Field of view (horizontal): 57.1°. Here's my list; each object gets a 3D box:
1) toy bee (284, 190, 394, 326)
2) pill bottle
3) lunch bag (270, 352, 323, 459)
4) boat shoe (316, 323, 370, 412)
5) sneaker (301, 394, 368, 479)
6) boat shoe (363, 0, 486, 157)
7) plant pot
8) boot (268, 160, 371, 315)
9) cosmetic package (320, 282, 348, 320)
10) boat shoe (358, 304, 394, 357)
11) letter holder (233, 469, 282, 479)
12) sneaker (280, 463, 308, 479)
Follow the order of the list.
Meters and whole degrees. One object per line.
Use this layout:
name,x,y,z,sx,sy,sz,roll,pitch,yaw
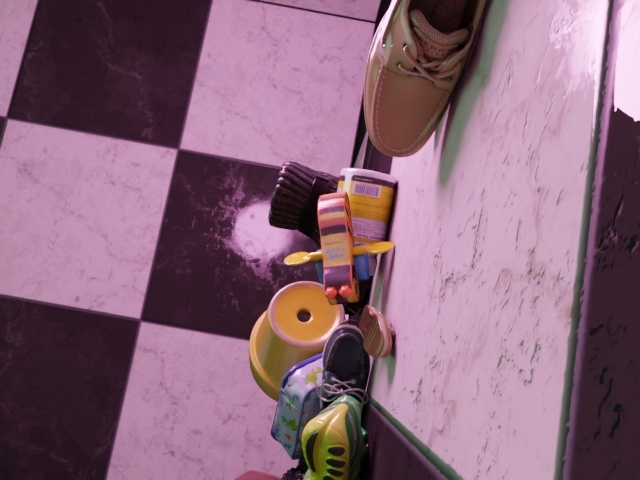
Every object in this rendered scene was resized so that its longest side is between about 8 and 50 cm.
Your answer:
toy bee,0.048,0.052,1.084,0.298,0.195,0.162,61,-172,5
pill bottle,0.082,-0.038,1.219,0.119,0.119,0.208,-103,23,-88
lunch bag,-0.005,0.335,1.218,0.090,0.176,0.218,38,131,37
boat shoe,0.039,0.280,1.077,0.079,0.095,0.254,-77,-4,-73
sneaker,0.034,0.372,0.988,0.123,0.110,0.295,-42,-31,-40
boat shoe,0.127,-0.247,0.714,0.110,0.122,0.340,-80,2,-58
plant pot,-0.040,0.219,1.342,0.239,0.254,0.253,96,-177,-55
boot,0.000,-0.002,1.393,0.131,0.260,0.347,-82,2,-73
cosmetic package,0.037,0.219,1.873,0.284,0.098,0.376,98,-178,-67
boat shoe,0.096,0.147,0.936,0.153,0.048,0.056,-122,54,-79
letter holder,-0.133,0.713,1.452,0.214,0.302,0.151,-24,-73,-45
sneaker,-0.038,0.513,1.134,0.272,0.100,0.107,-18,-83,-59
